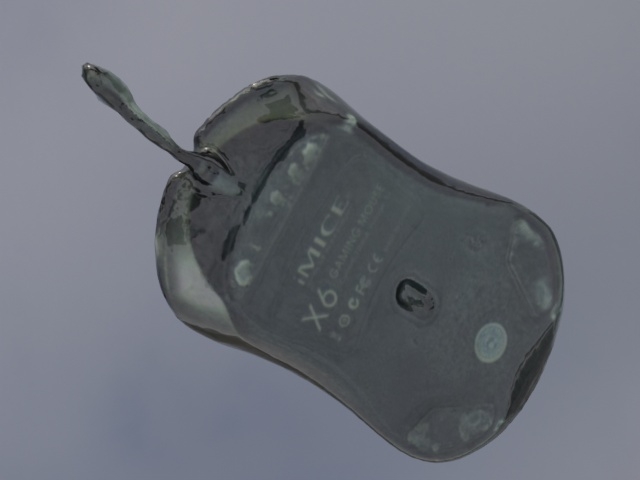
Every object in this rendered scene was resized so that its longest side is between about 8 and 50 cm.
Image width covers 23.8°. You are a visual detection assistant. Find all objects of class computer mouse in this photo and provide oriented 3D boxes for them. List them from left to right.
[{"bbox_3d":[0.000,0.000,0.872,0.379,0.090,0.167,36,-100,-34],"label":"computer mouse"}]
